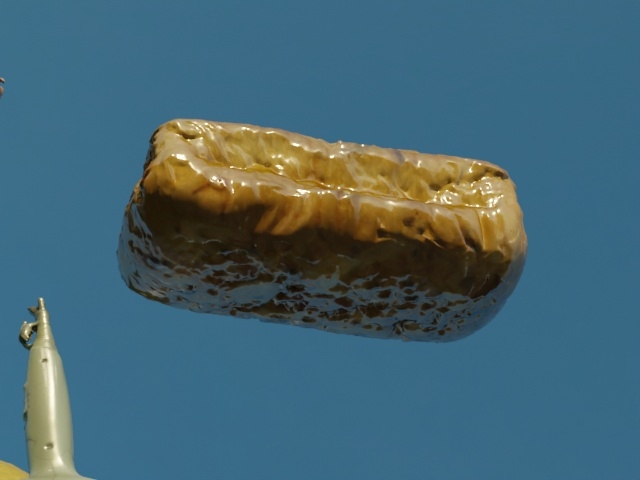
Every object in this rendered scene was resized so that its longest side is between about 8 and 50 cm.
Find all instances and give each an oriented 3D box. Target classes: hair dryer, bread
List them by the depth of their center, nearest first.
[{"bbox_3d":[0.000,0.000,0.788,0.211,0.114,0.083,8,-123,-14],"label":"bread"},{"bbox_3d":[-0.237,0.136,1.083,0.206,0.237,0.075,1,-41,0],"label":"hair dryer"}]

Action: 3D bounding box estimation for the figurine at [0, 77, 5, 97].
[{"bbox_3d":[-0.331,-0.220,1.159,0.394,0.274,0.226,-50,-141,15],"label":"figurine"}]

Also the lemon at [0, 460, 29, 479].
[{"bbox_3d":[-0.334,0.308,1.335,0.233,0.288,0.233,29,-52,44],"label":"lemon"}]
